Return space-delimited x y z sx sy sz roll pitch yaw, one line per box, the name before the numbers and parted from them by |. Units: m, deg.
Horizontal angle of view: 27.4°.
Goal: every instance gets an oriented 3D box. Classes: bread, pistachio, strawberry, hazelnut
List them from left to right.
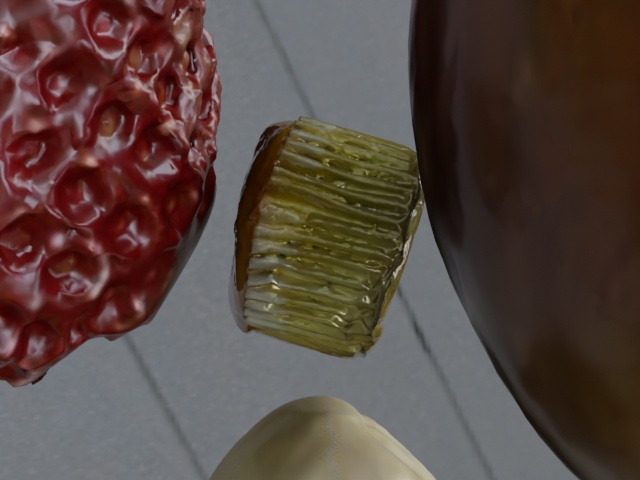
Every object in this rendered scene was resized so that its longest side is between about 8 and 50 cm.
strawberry | -0.168 -0.109 0.798 0.295 0.345 0.317 37 23 3
pistachio | -0.005 0.252 0.867 0.187 0.187 0.299 10 91 -46
bread | 0.000 0.000 0.784 0.190 0.114 0.132 72 32 -80
hazelnut | 0.192 -0.048 0.510 0.372 0.315 0.372 -4 96 -46
